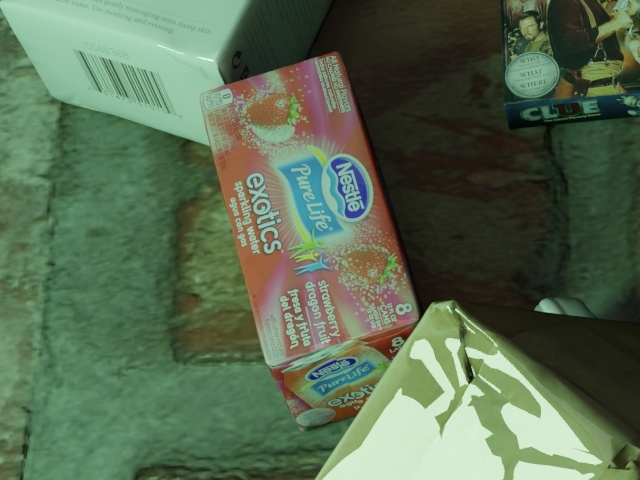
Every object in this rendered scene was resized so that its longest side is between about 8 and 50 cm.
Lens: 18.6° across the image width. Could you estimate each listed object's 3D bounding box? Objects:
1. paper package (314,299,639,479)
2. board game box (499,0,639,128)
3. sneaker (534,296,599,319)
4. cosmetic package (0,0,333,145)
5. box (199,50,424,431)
[{"bbox_3d":[0.120,0.205,1.210,0.168,0.325,0.309,40,106,27],"label":"paper package"},{"bbox_3d":[0.270,-0.181,1.603,0.243,0.042,0.165,-5,60,10],"label":"board game box"},{"bbox_3d":[0.256,0.146,1.410,0.115,0.105,0.281,-27,64,-22],"label":"sneaker"},{"bbox_3d":[-0.084,-0.289,1.680,0.217,0.156,0.385,18,66,21],"label":"cosmetic package"},{"bbox_3d":[0.000,0.000,1.514,0.123,0.128,0.257,-17,59,3],"label":"box"}]
